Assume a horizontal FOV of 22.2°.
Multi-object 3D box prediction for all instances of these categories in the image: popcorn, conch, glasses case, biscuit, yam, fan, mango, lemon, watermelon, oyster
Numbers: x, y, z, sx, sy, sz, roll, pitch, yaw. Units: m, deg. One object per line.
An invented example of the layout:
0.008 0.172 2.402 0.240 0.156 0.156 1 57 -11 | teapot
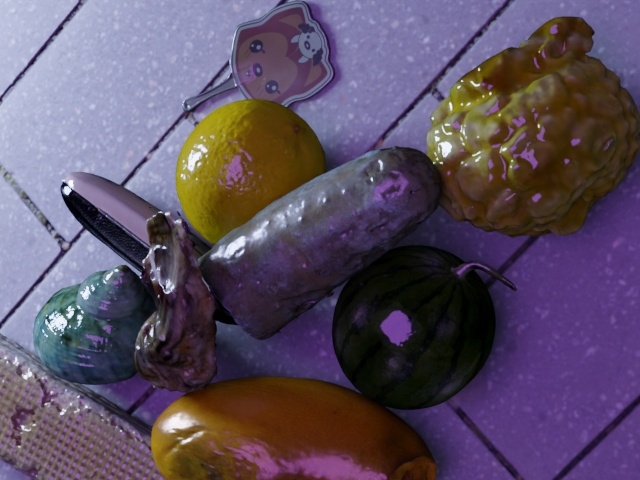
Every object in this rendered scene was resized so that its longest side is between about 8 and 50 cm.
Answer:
0.238 -0.127 1.833 0.237 0.206 0.252 2 81 40 | popcorn
-0.287 0.108 2.094 0.188 0.122 0.176 -38 50 14 | conch
-0.201 0.010 2.058 0.314 0.122 0.075 36 95 21 | glasses case
-0.325 0.257 2.127 0.426 0.078 0.144 27 97 21 | biscuit
0.000 0.000 1.845 0.330 0.133 0.133 -32 76 30 | yam
-0.086 -0.214 2.076 0.220 0.009 0.132 -24 78 21 | fan
-0.034 0.249 1.953 0.359 0.187 0.144 2 132 13 | mango
-0.089 -0.077 1.984 0.203 0.178 0.178 -43 73 27 | lemon
0.112 0.092 1.878 0.188 0.188 0.215 45 124 18 | watermelon
-0.183 0.079 1.917 0.094 0.294 0.166 -16 40 -15 | oyster
